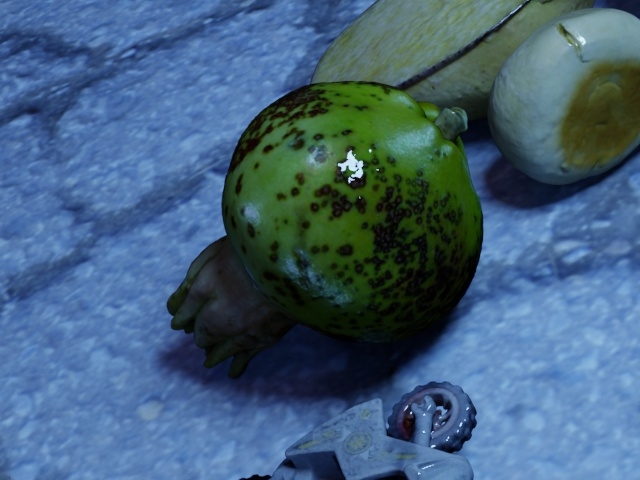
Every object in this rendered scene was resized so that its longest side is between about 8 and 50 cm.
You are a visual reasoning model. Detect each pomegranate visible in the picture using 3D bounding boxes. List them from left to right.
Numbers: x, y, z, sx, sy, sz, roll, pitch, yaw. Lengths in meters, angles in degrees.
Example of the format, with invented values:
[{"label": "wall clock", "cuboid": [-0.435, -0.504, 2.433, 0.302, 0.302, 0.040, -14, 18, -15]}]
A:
[{"label": "pomegranate", "cuboid": [-0.003, -0.013, 1.376, 0.276, 0.222, 0.204, -14, 55, 39]}]

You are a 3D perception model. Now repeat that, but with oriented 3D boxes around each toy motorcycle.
[{"label": "toy motorcycle", "cuboid": [0.024, 0.186, 1.249, 0.215, 0.080, 0.122, -28, 38, 4]}]

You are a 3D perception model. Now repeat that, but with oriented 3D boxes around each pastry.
[{"label": "pastry", "cuboid": [0.209, -0.122, 1.425, 0.156, 0.156, 0.092, -36, 50, -13]}]

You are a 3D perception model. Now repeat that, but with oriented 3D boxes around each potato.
[{"label": "potato", "cuboid": [0.137, -0.182, 1.556, 0.299, 0.116, 0.239, -34, 30, 7]}]
